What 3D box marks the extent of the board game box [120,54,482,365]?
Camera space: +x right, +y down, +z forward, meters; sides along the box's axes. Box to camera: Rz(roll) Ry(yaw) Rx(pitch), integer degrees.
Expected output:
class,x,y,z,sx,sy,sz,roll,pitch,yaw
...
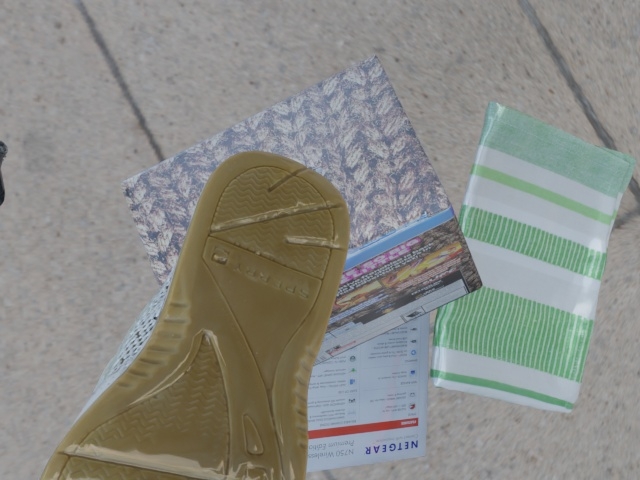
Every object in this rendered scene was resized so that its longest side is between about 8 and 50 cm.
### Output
class,x,y,z,sx,sy,sz,roll,pitch,yaw
board game box,0.000,0.000,0.950,0.232,0.291,0.141,-26,71,5

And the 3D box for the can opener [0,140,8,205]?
class,x,y,z,sx,sy,sz,roll,pitch,yaw
can opener,-0.257,-0.087,0.752,0.059,0.073,0.186,15,135,4

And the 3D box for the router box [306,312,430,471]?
class,x,y,z,sx,sy,sz,roll,pitch,yaw
router box,-0.018,0.149,1.414,0.335,0.082,0.301,-1,96,-26

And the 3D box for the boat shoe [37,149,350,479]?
class,x,y,z,sx,sy,sz,roll,pitch,yaw
boat shoe,-0.058,0.088,0.472,0.098,0.277,0.096,27,142,-5

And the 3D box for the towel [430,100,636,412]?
class,x,y,z,sx,sy,sz,roll,pitch,yaw
towel,0.249,0.030,1.249,0.038,0.247,0.325,14,89,56
